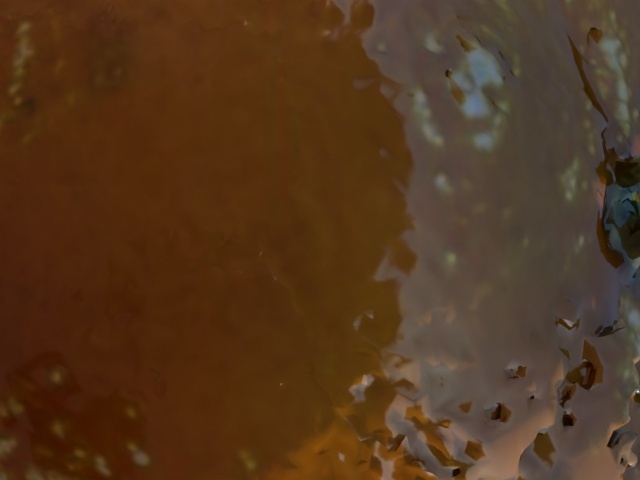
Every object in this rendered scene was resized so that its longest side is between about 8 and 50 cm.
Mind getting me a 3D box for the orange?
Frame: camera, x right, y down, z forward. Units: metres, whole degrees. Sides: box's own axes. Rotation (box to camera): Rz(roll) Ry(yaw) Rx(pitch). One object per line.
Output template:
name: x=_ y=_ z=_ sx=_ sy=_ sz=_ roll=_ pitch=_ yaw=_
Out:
orange: x=0.000 y=0.000 z=0.683 sx=0.326 sy=0.424 sz=0.424 roll=-9 pitch=-96 yaw=45
